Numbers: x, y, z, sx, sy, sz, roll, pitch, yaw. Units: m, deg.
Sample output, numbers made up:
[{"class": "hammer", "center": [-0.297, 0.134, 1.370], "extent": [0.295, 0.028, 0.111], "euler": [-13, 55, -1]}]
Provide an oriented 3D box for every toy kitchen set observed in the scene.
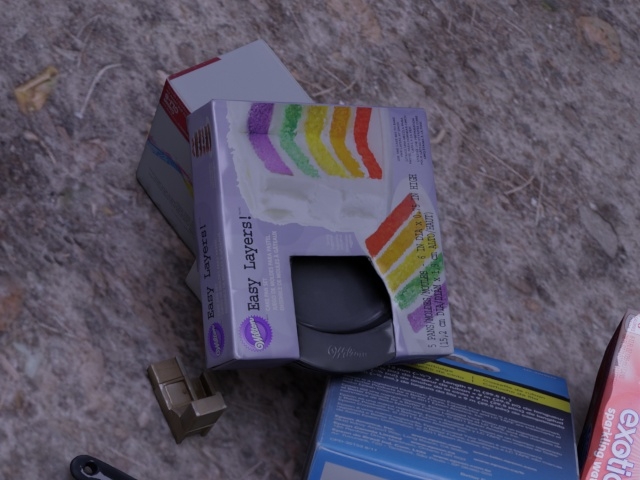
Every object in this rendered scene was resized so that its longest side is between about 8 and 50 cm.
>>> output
[{"class": "toy kitchen set", "center": [-0.118, 0.142, 1.834], "extent": [0.068, 0.075, 0.083], "euler": [-15, 69, -28]}]

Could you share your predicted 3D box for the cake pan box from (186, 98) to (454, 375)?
[{"class": "cake pan box", "center": [0.000, 0.000, 1.801], "extent": [0.245, 0.070, 0.267], "euler": [1, 77, -26]}]

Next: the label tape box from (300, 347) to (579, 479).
[{"class": "label tape box", "center": [0.115, 0.208, 1.810], "extent": [0.249, 0.115, 0.348], "euler": [15, 16, 0]}]

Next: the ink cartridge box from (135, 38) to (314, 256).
[{"class": "ink cartridge box", "center": [-0.095, -0.092, 1.931], "extent": [0.128, 0.176, 0.127], "euler": [-27, 68, -32]}]

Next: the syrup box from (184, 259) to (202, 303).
[{"class": "syrup box", "center": [-0.014, 0.007, 1.944], "extent": [0.237, 0.096, 0.093], "euler": [-29, 74, -32]}]

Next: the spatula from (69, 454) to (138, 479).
[{"class": "spatula", "center": [-0.106, 0.278, 1.781], "extent": [0.296, 0.030, 0.084], "euler": [25, 57, -3]}]

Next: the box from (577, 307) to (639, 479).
[{"class": "box", "center": [0.324, 0.240, 1.818], "extent": [0.154, 0.142, 0.300], "euler": [17, 71, 6]}]
